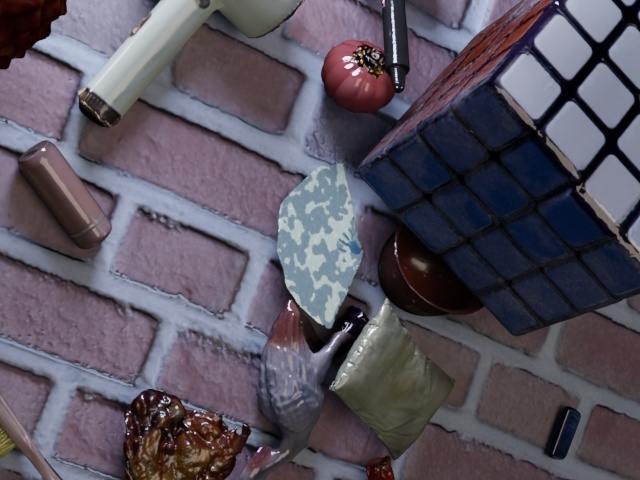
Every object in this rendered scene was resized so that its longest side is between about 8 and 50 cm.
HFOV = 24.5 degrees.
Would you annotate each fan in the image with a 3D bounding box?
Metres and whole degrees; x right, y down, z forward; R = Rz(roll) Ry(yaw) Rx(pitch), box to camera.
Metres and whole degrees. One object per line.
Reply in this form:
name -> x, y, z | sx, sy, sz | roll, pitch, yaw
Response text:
fan -> 0.000, 0.000, 1.980 | 0.131, 0.009, 0.240 | 16, 67, -25

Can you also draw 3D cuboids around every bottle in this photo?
bottle -> -0.313, -0.055, 1.807 | 0.053, 0.053, 0.140 | -42, 112, -21

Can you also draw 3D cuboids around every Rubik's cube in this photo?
Rubik's cube -> 0.319, -0.125, 1.935 | 0.337, 0.344, 0.343 | 47, 61, -9

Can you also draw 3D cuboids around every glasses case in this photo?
glasses case -> 0.370, 0.294, 2.245 | 0.033, 0.023, 0.083 | 26, 82, -34

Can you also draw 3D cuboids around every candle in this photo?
candle -> 0.091, 0.385, 2.077 | 0.048, 0.053, 0.162 | -17, 104, -22

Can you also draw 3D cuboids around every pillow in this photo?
pillow -> 0.097, 0.193, 2.003 | 0.148, 0.050, 0.229 | -61, 139, -19

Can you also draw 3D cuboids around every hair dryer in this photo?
hair dryer -> 0.114, -0.303, 1.974 | 0.114, 0.070, 0.248 | 14, 58, -30
hair dryer -> -0.187, -0.274, 1.838 | 0.203, 0.128, 0.362 | 44, 80, -26

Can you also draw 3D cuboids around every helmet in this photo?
helmet -> 0.149, 0.045, 2.048 | 0.175, 0.106, 0.155 | 8, 64, -30

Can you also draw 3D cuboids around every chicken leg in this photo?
chicken leg -> -0.152, 0.327, 1.904 | 0.177, 0.083, 0.322 | -25, 104, -15

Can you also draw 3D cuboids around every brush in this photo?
brush -> -0.374, 0.262, 1.800 | 0.067, 0.072, 0.312 | -32, 114, 0

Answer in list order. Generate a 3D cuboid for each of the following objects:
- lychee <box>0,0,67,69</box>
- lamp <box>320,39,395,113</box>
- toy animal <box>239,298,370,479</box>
lychee -> -0.427, -0.369, 1.526 | 0.424, 0.425, 0.500 | 53, 40, -22
lamp -> 0.053, -0.221, 1.983 | 0.108, 0.092, 0.107 | 16, 51, -21
toy animal -> -0.034, 0.216, 1.967 | 0.195, 0.090, 0.324 | 42, 73, -32
